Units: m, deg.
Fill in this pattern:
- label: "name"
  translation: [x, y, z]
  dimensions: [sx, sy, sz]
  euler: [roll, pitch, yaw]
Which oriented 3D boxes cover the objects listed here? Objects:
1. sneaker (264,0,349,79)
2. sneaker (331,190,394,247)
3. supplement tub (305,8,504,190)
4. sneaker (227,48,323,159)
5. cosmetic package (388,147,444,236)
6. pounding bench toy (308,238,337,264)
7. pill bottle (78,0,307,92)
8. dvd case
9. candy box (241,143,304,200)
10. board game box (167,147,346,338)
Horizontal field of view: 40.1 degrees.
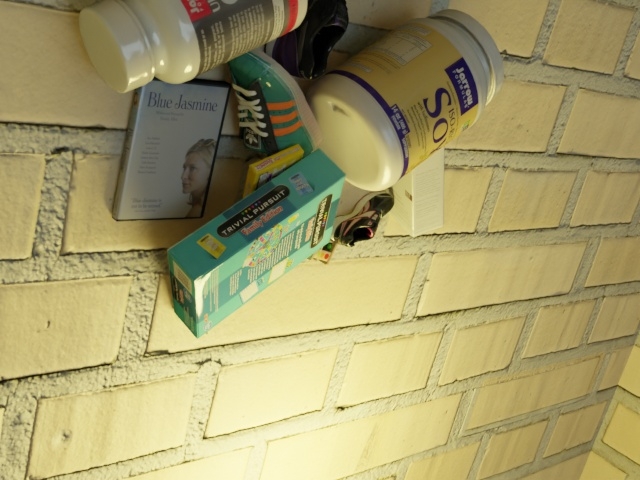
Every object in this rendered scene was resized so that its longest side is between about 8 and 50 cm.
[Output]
- label: "sneaker"
  translation: [0.016, -0.413, 1.519]
  dimensions: [0.107, 0.124, 0.283]
  euler: [9, 106, -48]
- label: "sneaker"
  translation: [0.098, -0.035, 1.866]
  dimensions: [0.178, 0.077, 0.072]
  euler: [-37, 136, -24]
- label: "supplement tub"
  translation: [0.161, -0.271, 1.661]
  dimensions: [0.331, 0.241, 0.241]
  euler: [-37, 135, -23]
- label: "sneaker"
  translation: [-0.094, -0.219, 1.534]
  dimensions: [0.121, 0.108, 0.302]
  euler: [-52, 143, -11]
- label: "cosmetic package"
  translation: [0.201, -0.136, 1.862]
  dimensions: [0.086, 0.117, 0.231]
  euler: [-20, 129, -16]
- label: "pounding bench toy"
  translation: [0.000, 0.000, 1.808]
  dimensions: [0.065, 0.052, 0.083]
  euler: [16, 101, -49]
- label: "pill bottle"
  translation: [-0.190, -0.342, 1.317]
  dimensions: [0.319, 0.176, 0.176]
  euler: [-33, 133, -27]
- label: "dvd case"
  translation: [-0.251, -0.153, 1.490]
  dimensions: [0.180, 0.022, 0.252]
  euler: [-4, 115, -44]
- label: "candy box"
  translation: [-0.095, -0.091, 1.607]
  dimensions: [0.105, 0.027, 0.206]
  euler: [-30, 160, -26]
- label: "board game box"
  translation: [-0.117, 0.009, 1.598]
  dimensions: [0.336, 0.079, 0.253]
  euler: [-36, 162, -23]
